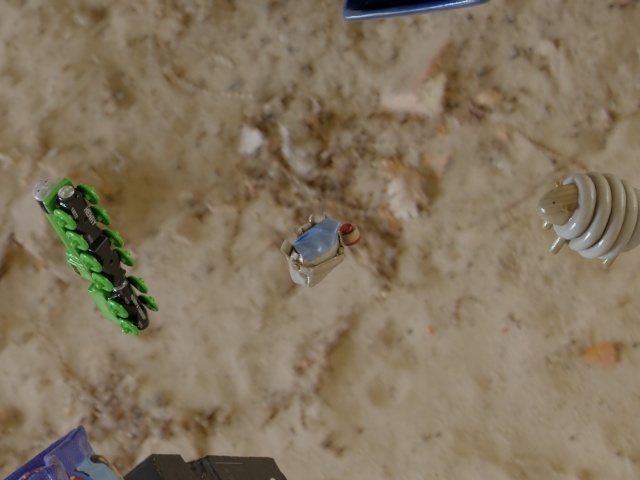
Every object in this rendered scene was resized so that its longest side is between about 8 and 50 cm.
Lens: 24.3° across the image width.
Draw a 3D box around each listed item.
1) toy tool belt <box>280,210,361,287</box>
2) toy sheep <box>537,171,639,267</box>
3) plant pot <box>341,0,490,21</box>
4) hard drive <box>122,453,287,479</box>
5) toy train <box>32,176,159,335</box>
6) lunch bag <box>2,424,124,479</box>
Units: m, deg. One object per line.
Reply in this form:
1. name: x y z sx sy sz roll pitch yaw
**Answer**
1. toy tool belt: 0.000 0.000 1.352 0.052 0.051 0.083 15 49 47
2. toy sheep: 0.265 -0.021 1.407 0.091 0.132 0.091 -170 90 -69
3. plant pot: 0.065 -0.350 1.483 0.236 0.212 0.236 0 72 47
4. hard drive: -0.028 0.338 1.272 0.064 0.237 0.339 -40 69 14
5. toy train: -0.079 0.005 0.523 0.023 0.083 0.017 25 64 30
6. lunch bag: -0.148 0.252 0.573 0.293 0.138 0.221 -37 92 -4
